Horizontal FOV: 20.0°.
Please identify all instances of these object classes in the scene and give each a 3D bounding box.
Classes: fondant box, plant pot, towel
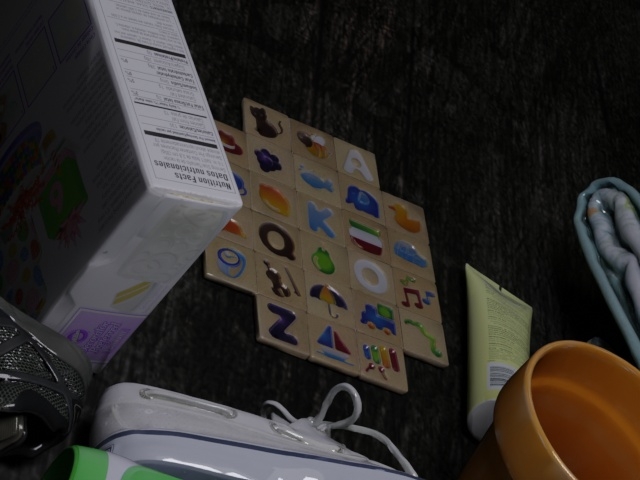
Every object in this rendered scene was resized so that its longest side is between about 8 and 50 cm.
[{"bbox_3d":[-0.207,-0.088,1.552,0.096,0.238,0.330,12,45,-37],"label":"fondant box"},{"bbox_3d":[0.215,0.227,1.656,0.205,0.188,0.205,25,38,-21],"label":"plant pot"},{"bbox_3d":[0.409,0.141,1.930,0.320,0.090,0.374,46,22,-37],"label":"towel"}]

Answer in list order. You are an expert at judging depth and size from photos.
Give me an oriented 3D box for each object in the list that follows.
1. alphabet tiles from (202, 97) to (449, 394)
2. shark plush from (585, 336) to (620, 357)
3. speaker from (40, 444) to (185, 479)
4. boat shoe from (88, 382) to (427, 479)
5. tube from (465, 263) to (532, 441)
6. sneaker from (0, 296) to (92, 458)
[{"bbox_3d":[0.000,0.000,1.853,0.285,0.011,0.343,21,40,-25],"label":"alphabet tiles"},{"bbox_3d":[0.335,0.168,1.938,0.161,0.067,0.073,41,35,0],"label":"shark plush"},{"bbox_3d":[-0.084,0.268,1.384,0.296,0.131,0.131,30,37,-16],"label":"speaker"},{"bbox_3d":[-0.024,0.191,1.536,0.367,0.136,0.156,14,39,-19],"label":"boat shoe"},{"bbox_3d":[0.183,0.115,1.868,0.240,0.062,0.070,-82,160,-56],"label":"tube"},{"bbox_3d":[-0.286,0.095,1.412,0.227,0.087,0.130,35,29,-19],"label":"sneaker"}]
